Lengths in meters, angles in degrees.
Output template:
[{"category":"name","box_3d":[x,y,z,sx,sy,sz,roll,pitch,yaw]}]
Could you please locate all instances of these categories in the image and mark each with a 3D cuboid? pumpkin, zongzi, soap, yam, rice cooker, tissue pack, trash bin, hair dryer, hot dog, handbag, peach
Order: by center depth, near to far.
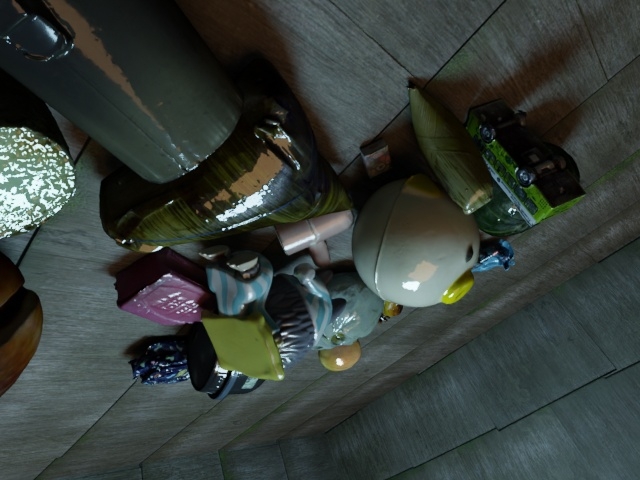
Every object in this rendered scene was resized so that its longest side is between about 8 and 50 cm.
[{"category":"trash bin","box_3d":[-0.256,-0.230,0.512,0.203,0.252,0.301,-29,142,10]},{"category":"yam","box_3d":[-0.423,-0.134,0.537,0.161,0.268,0.161,-27,143,-22]},{"category":"zongzi","box_3d":[-0.152,-0.069,0.831,0.403,0.208,0.432,-31,149,9]},{"category":"zongzi","box_3d":[0.273,-0.199,0.893,0.115,0.228,0.256,-28,145,19]},{"category":"tissue pack","box_3d":[0.131,-0.193,0.984,0.063,0.035,0.083,-24,145,1]},{"category":"soap","box_3d":[-0.370,0.128,1.070,0.162,0.099,0.250,-37,145,7]},{"category":"hair dryer","box_3d":[0.000,0.000,1.139,0.189,0.107,0.344,-25,156,-2]},{"category":"pumpkin","box_3d":[0.550,-0.142,1.167,0.300,0.207,0.300,-27,159,-11]},{"category":"rice cooker","box_3d":[-0.269,0.344,1.287,0.224,0.267,0.267,12,132,-37]},{"category":"handbag","box_3d":[-0.473,0.396,1.361,0.162,0.113,0.260,-37,153,29]},{"category":"hot dog","box_3d":[0.273,0.159,1.473,0.162,0.082,0.270,-55,157,-36]},{"category":"peach","box_3d":[0.078,0.450,1.726,0.184,0.184,0.184,-16,146,-11]}]

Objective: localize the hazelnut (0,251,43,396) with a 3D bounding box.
[{"category":"hazelnut","box_3d":[-0.696,0.178,0.739,0.359,0.359,0.409,13,141,-42]}]

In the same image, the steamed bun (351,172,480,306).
[{"category":"steamed bun","box_3d":[0.242,0.006,1.067,0.334,0.334,0.374,-37,161,19]}]

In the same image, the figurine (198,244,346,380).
[{"category":"figurine","box_3d":[-0.107,0.135,1.115,0.377,0.266,0.361,-34,128,-47]}]

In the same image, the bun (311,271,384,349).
[{"category":"bun","box_3d":[0.060,0.251,1.413,0.354,0.194,0.354,-15,147,-10]}]

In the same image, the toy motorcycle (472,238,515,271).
[{"category":"toy motorcycle","box_3d":[0.611,0.062,1.563,0.272,0.124,0.182,10,144,-41]}]

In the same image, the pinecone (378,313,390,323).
[{"category":"pinecone","box_3d":[0.236,0.267,1.646,0.102,0.102,0.109,20,99,-47]}]

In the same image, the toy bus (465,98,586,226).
[{"category":"toy bus","box_3d":[0.450,-0.177,0.968,0.113,0.302,0.139,-22,153,-10]}]
